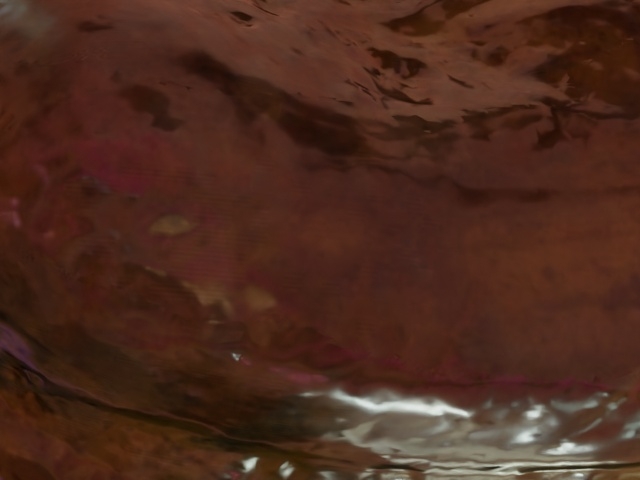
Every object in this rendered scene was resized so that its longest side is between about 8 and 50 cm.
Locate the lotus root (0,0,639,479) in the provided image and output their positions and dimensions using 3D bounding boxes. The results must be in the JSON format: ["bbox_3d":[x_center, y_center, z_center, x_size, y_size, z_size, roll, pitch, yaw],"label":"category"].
[{"bbox_3d":[0.000,0.000,0.645,0.250,0.346,0.250,-177,90,-74],"label":"lotus root"}]
